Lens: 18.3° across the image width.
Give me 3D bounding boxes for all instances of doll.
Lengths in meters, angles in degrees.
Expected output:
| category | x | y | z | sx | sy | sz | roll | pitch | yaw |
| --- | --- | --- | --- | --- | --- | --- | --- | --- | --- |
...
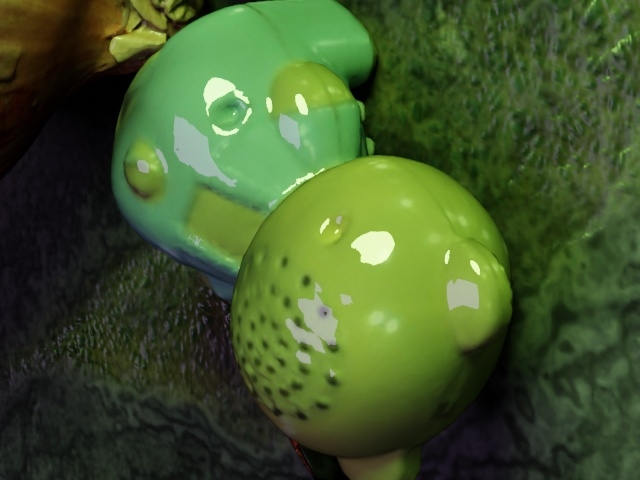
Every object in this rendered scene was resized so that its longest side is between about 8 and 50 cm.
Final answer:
| category | x | y | z | sx | sy | sz | roll | pitch | yaw |
| --- | --- | --- | --- | --- | --- | --- | --- | --- | --- |
| doll | 0.000 | 0.000 | 1.108 | 0.260 | 0.161 | 0.177 | 51 | 132 | 27 |

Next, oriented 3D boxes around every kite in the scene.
| category | x | y | z | sx | sy | sz | roll | pitch | yaw |
| --- | --- | --- | --- | --- | --- | --- | --- | --- | --- |
| kite | -0.011 | 0.136 | 1.238 | 0.222 | 0.008 | 0.125 | 63 | 176 | -35 |

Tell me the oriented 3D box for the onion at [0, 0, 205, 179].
| category | x | y | z | sx | sy | sz | roll | pitch | yaw |
| --- | --- | --- | --- | --- | --- | --- | --- | --- | --- |
| onion | -0.272 | -0.189 | 1.240 | 0.354 | 0.354 | 0.353 | 17 | 114 | 44 |
